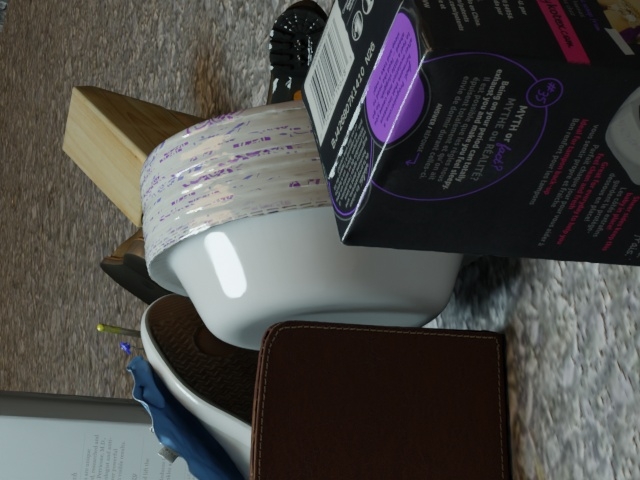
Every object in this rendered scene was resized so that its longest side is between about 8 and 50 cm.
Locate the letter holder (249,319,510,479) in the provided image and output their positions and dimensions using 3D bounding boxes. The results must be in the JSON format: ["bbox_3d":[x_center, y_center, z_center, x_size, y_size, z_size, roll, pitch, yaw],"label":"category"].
[{"bbox_3d":[0.025,0.229,1.474,0.152,0.214,0.301,143,128,-64],"label":"letter holder"}]

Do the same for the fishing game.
[{"bbox_3d":[-0.127,0.190,1.772,0.264,0.041,0.189,53,-171,11],"label":"fishing game"}]

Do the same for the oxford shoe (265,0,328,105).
[{"bbox_3d":[-0.020,-0.139,1.906,0.096,0.083,0.227,-75,-4,-67],"label":"oxford shoe"}]

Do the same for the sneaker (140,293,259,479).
[{"bbox_3d":[-0.073,0.177,1.767,0.290,0.106,0.123,44,145,20],"label":"sneaker"}]

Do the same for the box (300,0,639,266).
[{"bbox_3d":[0.146,-0.091,1.129,0.165,0.270,0.143,114,153,-42],"label":"box"}]

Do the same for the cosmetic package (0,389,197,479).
[{"bbox_3d":[-0.320,0.264,2.166,0.217,0.385,0.156,-169,84,-70],"label":"cosmetic package"}]

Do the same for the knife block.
[{"bbox_3d":[-0.196,-0.073,2.128,0.242,0.276,0.088,-58,-17,-65],"label":"knife block"}]

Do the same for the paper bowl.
[{"bbox_3d":[0.000,0.000,1.495,0.284,0.284,0.148,138,128,-62],"label":"paper bowl"}]

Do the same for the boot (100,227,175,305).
[{"bbox_3d":[-0.201,0.015,2.363,0.115,0.112,0.305,-59,9,-17],"label":"boot"}]
